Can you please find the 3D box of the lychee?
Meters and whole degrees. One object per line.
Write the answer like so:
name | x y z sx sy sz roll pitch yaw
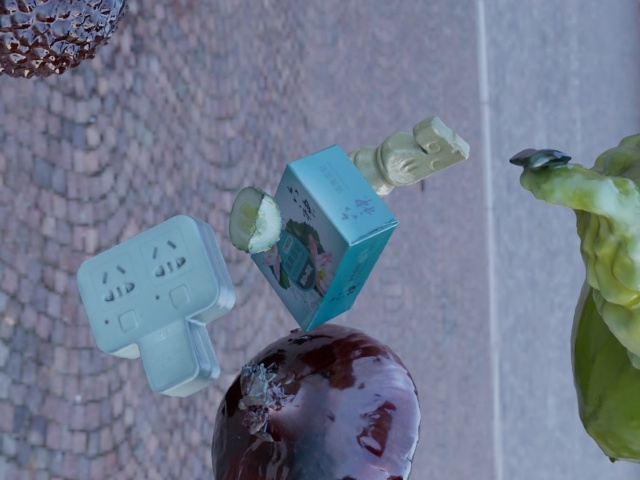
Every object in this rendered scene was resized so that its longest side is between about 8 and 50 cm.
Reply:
lychee | -0.367 -0.338 1.508 0.300 0.264 0.264 -59 145 -41

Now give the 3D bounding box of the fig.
fig | 0.448 0.116 1.417 0.343 0.343 0.343 -1 90 -72

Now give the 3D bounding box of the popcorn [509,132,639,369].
popcorn | 0.346 0.004 1.028 0.293 0.293 0.237 -27 106 -70

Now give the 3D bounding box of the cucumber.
cucumber | -0.067 -0.022 1.231 0.107 0.035 0.067 -147 -110 -70

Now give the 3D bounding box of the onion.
onion | -0.031 0.272 1.768 0.285 0.348 0.347 42 47 -44

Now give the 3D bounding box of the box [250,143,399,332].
box | 0.000 0.000 1.696 0.092 0.153 0.245 -24 156 -30

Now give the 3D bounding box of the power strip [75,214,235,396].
power strip | -0.240 0.120 1.922 0.261 0.229 0.141 68 14 17

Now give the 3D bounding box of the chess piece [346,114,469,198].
chess piece | 0.134 -0.129 1.857 0.090 0.200 0.090 21 59 -40
